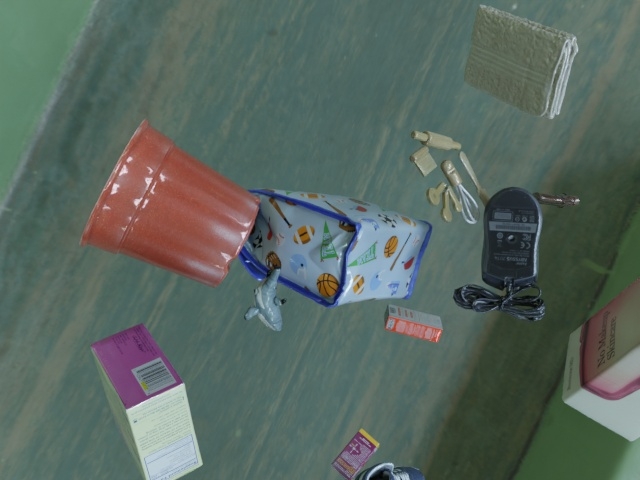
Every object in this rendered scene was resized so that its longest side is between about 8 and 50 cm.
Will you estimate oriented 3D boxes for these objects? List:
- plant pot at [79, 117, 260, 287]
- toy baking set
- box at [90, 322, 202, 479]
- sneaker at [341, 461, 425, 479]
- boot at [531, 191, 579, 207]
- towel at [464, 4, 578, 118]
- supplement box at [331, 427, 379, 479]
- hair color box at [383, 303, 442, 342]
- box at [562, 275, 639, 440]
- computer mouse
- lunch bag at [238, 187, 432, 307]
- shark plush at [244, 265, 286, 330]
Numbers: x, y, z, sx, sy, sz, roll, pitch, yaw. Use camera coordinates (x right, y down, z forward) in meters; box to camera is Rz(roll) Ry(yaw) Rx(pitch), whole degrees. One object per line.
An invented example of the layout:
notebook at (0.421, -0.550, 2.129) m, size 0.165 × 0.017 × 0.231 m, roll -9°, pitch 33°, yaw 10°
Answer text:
plant pot at (-0.276, -0.053, 1.313) m, size 0.265 × 0.272 × 0.272 m, roll 27°, pitch 90°, yaw -13°
toy baking set at (0.266, -0.129, 1.409) m, size 0.030 × 0.256 × 0.196 m, roll -19°, pitch 78°, yaw 42°
box at (-0.350, 0.334, 1.375) m, size 0.117 × 0.213 × 0.242 m, roll -22°, pitch 128°, yaw -26°
sneaker at (0.177, 0.586, 1.633) m, size 0.282 × 0.153 × 0.099 m, roll 4°, pitch 58°, yaw -35°
boot at (0.542, -0.098, 1.634) m, size 0.114 × 0.106 × 0.037 m, roll 1°, pitch 88°, yaw -13°
towel at (0.434, -0.397, 1.506) m, size 0.049 × 0.282 × 0.187 m, roll -16°, pitch 129°, yaw -29°
supplement box at (0.062, 0.377, 1.193) m, size 0.043 × 0.055 × 0.083 m, roll 38°, pitch 75°, yaw 17°
hair color box at (0.235, 0.210, 1.737) m, size 0.141 × 0.072 × 0.043 m, roll 15°, pitch 112°, yaw -2°
box at (0.477, 0.158, 0.987) m, size 0.127 × 0.148 × 0.232 m, roll 30°, pitch 134°, yaw -1°
computer mouse at (0.390, 0.025, 1.434) m, size 0.189 × 0.072 × 0.272 m, roll 9°, pitch 86°, yaw 15°
lunch bag at (0.000, 0.000, 1.580) m, size 0.386 × 0.328 × 0.238 m, roll 25°, pitch 103°, yaw 33°
shark plush at (-0.091, 0.107, 1.342) m, size 0.067 × 0.073 × 0.161 m, roll 31°, pitch 122°, yaw 19°
